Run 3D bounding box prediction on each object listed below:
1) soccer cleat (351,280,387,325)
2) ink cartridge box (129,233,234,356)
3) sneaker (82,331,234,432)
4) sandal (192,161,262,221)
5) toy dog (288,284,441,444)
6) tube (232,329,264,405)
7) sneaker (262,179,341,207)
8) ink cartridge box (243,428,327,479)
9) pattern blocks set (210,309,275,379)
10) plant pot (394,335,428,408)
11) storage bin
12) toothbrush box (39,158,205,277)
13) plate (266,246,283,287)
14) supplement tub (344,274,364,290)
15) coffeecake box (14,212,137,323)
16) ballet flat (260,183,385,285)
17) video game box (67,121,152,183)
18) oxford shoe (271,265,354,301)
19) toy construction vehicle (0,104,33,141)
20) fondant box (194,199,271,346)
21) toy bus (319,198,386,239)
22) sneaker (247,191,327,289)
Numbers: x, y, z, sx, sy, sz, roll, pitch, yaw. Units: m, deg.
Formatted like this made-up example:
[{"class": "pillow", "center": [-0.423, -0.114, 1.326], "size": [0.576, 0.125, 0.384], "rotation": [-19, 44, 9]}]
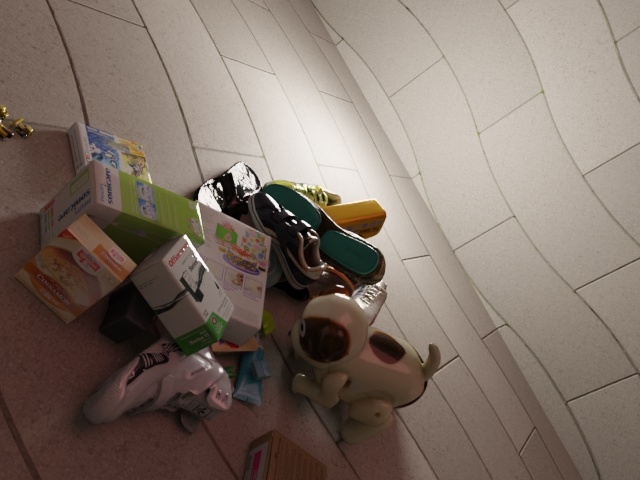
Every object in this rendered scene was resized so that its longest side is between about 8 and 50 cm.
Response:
[{"class": "soccer cleat", "center": [0.165, 0.201, 2.083], "size": [0.116, 0.143, 0.331], "rotation": [36, 10, 4]}, {"class": "ink cartridge box", "center": [-0.284, 0.110, 1.266], "size": [0.208, 0.087, 0.153], "rotation": [59, 17, -17]}, {"class": "sneaker", "center": [-0.305, 0.313, 1.241], "size": [0.210, 0.137, 0.366], "rotation": [53, 23, -1]}, {"class": "sandal", "center": [-0.268, -0.151, 1.861], "size": [0.167, 0.107, 0.446], "rotation": [49, 26, -16]}, {"class": "toy dog", "center": [0.086, 0.319, 1.642], "size": [0.408, 0.395, 0.284], "rotation": [49, 38, -30]}, {"class": "tube", "center": [-0.177, 0.322, 1.553], "size": [0.080, 0.052, 0.207], "rotation": [20, 42, -17]}, {"class": "sneaker", "center": [-0.064, -0.154, 2.136], "size": [0.384, 0.147, 0.145], "rotation": [-5, 83, -59]}, {"class": "ink cartridge box", "center": [-0.084, 0.585, 1.369], "size": [0.193, 0.088, 0.235], "rotation": [43, 30, -23]}, {"class": "pattern blocks set", "center": [-0.241, 0.207, 1.541], "size": [0.285, 0.026, 0.325], "rotation": [15, 45, -34]}, {"class": "plant pot", "center": [0.241, 0.410, 2.021], "size": [0.215, 0.215, 0.230], "rotation": [53, 11, -7]}, {"class": "storage bin", "center": [-0.399, 0.160, 1.279], "size": [0.098, 0.135, 0.091], "rotation": [43, 40, -27]}, {"class": "toothbrush box", "center": [-0.434, -0.030, 1.335], "size": [0.283, 0.206, 0.122], "rotation": [22, 43, -48]}, {"class": "plate", "center": [-0.192, 0.054, 1.760], "size": [0.188, 0.024, 0.188], "rotation": [13, 55, -19]}, {"class": "supplement tub", "center": [0.104, 0.084, 2.217], "size": [0.117, 0.117, 0.190], "rotation": [4, 57, -58]}, {"class": "coffeecake box", "center": [-0.479, 0.058, 1.182], "size": [0.142, 0.185, 0.068], "rotation": [49, 27, -15]}, {"class": "ballet flat", "center": [0.000, 0.000, 1.928], "size": [0.483, 0.164, 0.182], "rotation": [34, -15, 19]}, {"class": "video game box", "center": [-0.529, -0.190, 1.535], "size": [0.205, 0.048, 0.187], "rotation": [15, 50, -53]}, {"class": "oxford shoe", "center": [-0.035, 0.148, 1.921], "size": [0.363, 0.130, 0.133], "rotation": [23, 47, -34]}, {"class": "toy construction vehicle", "center": [-0.698, -0.265, 1.344], "size": [0.098, 0.035, 0.086], "rotation": [48, 27, -17]}, {"class": "fondant box", "center": [-0.262, 0.079, 1.545], "size": [0.238, 0.096, 0.330], "rotation": [27, 40, -22]}, {"class": "toy bus", "center": [0.064, -0.055, 2.138], "size": [0.332, 0.130, 0.108], "rotation": [-11, 52, -31]}, {"class": "sneaker", "center": [-0.088, -0.022, 1.781], "size": [0.321, 0.127, 0.126], "rotation": [59, 34, 2]}]
